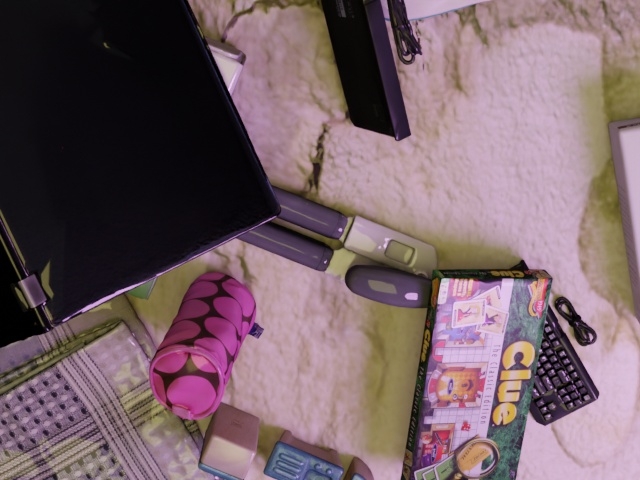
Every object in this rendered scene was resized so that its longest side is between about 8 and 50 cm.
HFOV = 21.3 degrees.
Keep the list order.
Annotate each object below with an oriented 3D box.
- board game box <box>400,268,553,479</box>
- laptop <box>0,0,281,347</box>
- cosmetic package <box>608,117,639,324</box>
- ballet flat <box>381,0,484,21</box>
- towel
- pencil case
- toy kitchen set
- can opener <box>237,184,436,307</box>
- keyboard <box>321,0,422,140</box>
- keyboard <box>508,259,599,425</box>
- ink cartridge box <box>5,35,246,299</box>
[{"bbox_3d":[0.170,0.156,1.863,0.136,0.030,0.259,-1,111,-22],"label":"board game box"},{"bbox_3d":[-0.327,-0.106,1.743,0.408,0.236,0.382,-19,99,36],"label":"laptop"},{"bbox_3d":[0.387,-0.022,1.837,0.117,0.085,0.231,-8,99,2],"label":"cosmetic package"},{"bbox_3d":[0.227,-0.326,1.739,0.400,0.139,0.139,-13,101,6],"label":"ballet flat"},{"bbox_3d":[-0.290,0.254,1.913,0.312,0.056,0.324,-27,99,6],"label":"towel"},{"bbox_3d":[-0.123,0.115,1.804,0.095,0.209,0.098,22,112,1],"label":"pencil case"},{"bbox_3d":[-0.053,0.306,1.886,0.207,0.122,0.166,23,101,-4],"label":"toy kitchen set"},{"bbox_3d":[0.000,0.000,1.834,0.283,0.095,0.076,21,98,-12],"label":"can opener"},{"bbox_3d":[0.045,-0.255,1.730,0.033,0.201,0.317,-21,108,-18],"label":"keyboard"},{"bbox_3d":[0.249,0.110,1.895,0.108,0.023,0.180,-30,100,6],"label":"keyboard"},{"bbox_3d":[-0.221,-0.108,1.806,0.201,0.117,0.278,22,101,-4],"label":"ink cartridge box"}]
